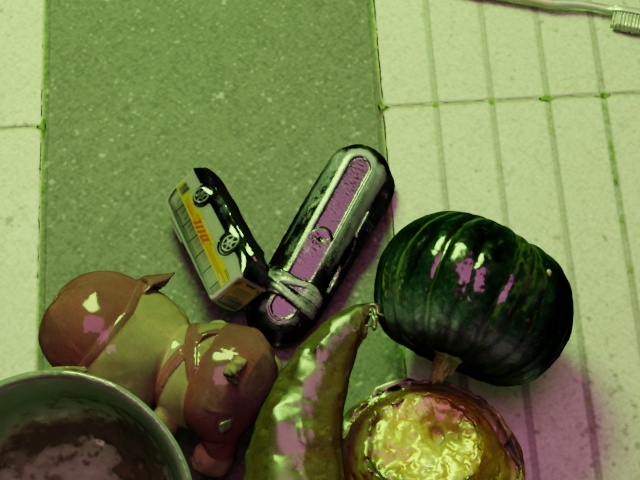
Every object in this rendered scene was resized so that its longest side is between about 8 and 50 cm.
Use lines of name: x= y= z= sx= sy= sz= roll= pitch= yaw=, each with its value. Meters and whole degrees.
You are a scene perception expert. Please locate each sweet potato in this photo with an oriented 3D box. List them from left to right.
sweet potato: x=-0.019 y=0.262 z=1.868 sx=0.130 sy=0.130 sz=0.423 roll=6 pitch=72 yaw=5

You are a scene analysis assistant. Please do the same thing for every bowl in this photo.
bowl: x=-0.257 y=0.275 z=1.854 sx=0.289 sy=0.146 sz=0.289 roll=0 pitch=86 yaw=4

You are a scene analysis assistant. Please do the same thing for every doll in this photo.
doll: x=-0.173 y=0.126 z=1.954 sx=0.256 sy=0.152 sz=0.196 roll=25 pitch=21 yaw=4

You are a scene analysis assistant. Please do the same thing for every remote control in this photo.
remote control: x=0.000 y=0.000 z=2.065 sx=0.090 sy=0.066 sz=0.266 roll=23 pitch=64 yaw=17

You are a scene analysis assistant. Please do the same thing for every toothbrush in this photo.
toothbrush: x=0.257 y=-0.292 z=2.244 sx=0.307 sy=0.025 sz=0.030 roll=12 pitch=70 yaw=7

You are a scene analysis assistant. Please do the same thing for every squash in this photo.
squash: x=0.162 y=0.065 z=1.945 sx=0.218 sy=0.218 sz=0.172 roll=20 pitch=57 yaw=12

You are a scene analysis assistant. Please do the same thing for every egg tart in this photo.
egg tart: x=0.112 y=0.230 z=1.929 sx=0.212 sy=0.090 sz=0.213 roll=0 pitch=57 yaw=1

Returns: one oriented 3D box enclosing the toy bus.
toy bus: x=-0.116 y=-0.002 z=2.053 sx=0.072 sy=0.057 sz=0.172 roll=-41 pitch=51 yaw=14
